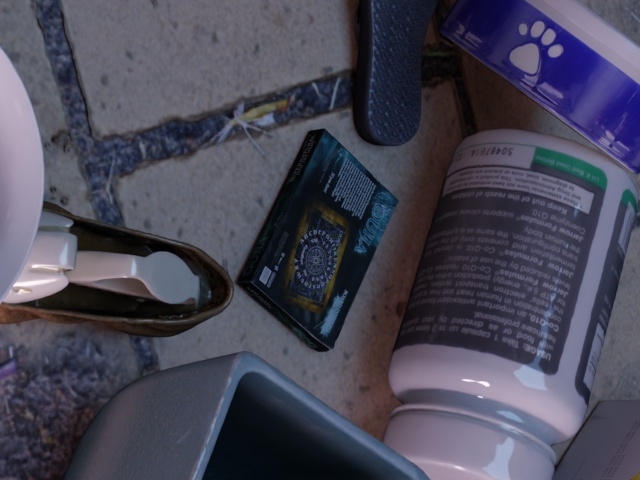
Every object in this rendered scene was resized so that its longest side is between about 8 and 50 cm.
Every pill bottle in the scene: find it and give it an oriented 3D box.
[{"bbox_3d":[0.187,0.086,1.868,0.204,0.204,0.361,34,64,-36],"label":"pill bottle"}]

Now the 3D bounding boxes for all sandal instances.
[{"bbox_3d":[0.068,-0.226,1.898,0.097,0.054,0.254,11,88,-35],"label":"sandal"}]

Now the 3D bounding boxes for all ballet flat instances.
[{"bbox_3d":[-0.211,0.023,1.559,0.342,0.124,0.116,15,76,-41],"label":"ballet flat"}]

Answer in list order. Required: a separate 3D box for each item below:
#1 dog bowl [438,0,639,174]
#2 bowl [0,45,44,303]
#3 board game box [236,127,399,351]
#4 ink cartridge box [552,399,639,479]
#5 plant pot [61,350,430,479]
[{"bbox_3d":[0.256,-0.184,1.911,0.265,0.265,0.104,31,99,-37],"label":"dog bowl"},{"bbox_3d":[-0.369,-0.051,1.390,0.298,0.134,0.298,2,87,-41],"label":"bowl"},{"bbox_3d":[0.000,0.000,1.824,0.126,0.026,0.186,43,59,-32],"label":"board game box"},{"bbox_3d":[0.412,0.306,2.014,0.197,0.270,0.198,-51,119,-35],"label":"ink cartridge box"},{"bbox_3d":[-0.105,0.258,1.549,0.248,0.252,0.247,37,62,-34],"label":"plant pot"}]
